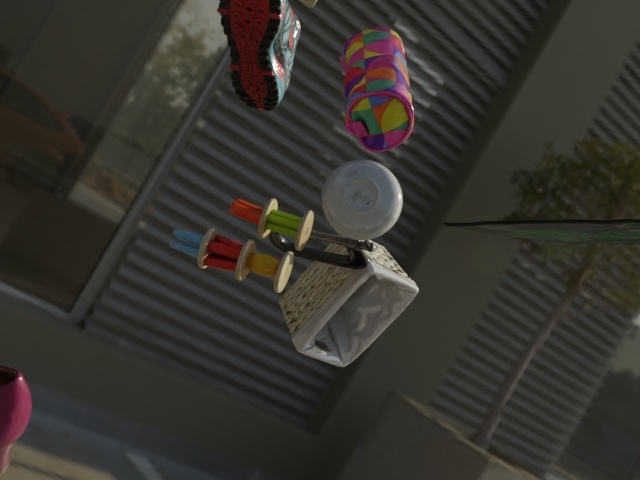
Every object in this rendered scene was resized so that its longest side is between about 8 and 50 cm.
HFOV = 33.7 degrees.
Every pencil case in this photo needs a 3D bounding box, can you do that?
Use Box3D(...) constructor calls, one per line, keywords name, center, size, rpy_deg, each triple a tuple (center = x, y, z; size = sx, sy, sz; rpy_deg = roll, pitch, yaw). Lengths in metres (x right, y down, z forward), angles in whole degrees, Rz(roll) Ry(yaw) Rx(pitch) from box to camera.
Box3D(name="pencil case", center=(0.078, -0.217, 1.498), size=(0.104, 0.104, 0.236), rpy_deg=(31, 27, -17))

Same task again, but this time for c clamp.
Box3D(name="c clamp", center=(0.000, 0.000, 1.370), size=(0.161, 0.022, 0.137), rpy_deg=(10, -20, 20))

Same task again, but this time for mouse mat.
Box3D(name="mouse mat", center=(0.209, -0.005, 0.815), size=(0.153, 0.007, 0.190), rpy_deg=(7, -4, -39))

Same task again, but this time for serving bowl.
Box3D(name="serving bowl", center=(0.041, -0.043, 1.060), size=(0.083, 0.083, 0.027), rpy_deg=(30, -6, 8))

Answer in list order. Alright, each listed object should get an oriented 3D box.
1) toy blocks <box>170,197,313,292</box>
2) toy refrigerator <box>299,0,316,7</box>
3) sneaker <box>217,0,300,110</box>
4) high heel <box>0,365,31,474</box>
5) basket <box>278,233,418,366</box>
Box3D(name="toy blocks", center=(-0.097, -0.008, 1.298), size=(0.148, 0.123, 0.054), rpy_deg=(18, -37, 10))
Box3D(name="toy refrigerator", center=(-0.010, -0.389, 1.314), size=(0.102, 0.094, 0.269), rpy_deg=(32, -12, -6))
Box3D(name="sneaker", center=(-0.089, -0.336, 1.643), size=(0.104, 0.125, 0.261), rpy_deg=(17, -43, 13))
Box3D(name="high heel", center=(-0.504, 0.155, 1.134), size=(0.377, 0.181, 0.127), rpy_deg=(10, 45, -16))
Box3D(name="basket", center=(0.034, 0.080, 1.496), size=(0.113, 0.167, 0.103), rpy_deg=(24, 24, -43))
